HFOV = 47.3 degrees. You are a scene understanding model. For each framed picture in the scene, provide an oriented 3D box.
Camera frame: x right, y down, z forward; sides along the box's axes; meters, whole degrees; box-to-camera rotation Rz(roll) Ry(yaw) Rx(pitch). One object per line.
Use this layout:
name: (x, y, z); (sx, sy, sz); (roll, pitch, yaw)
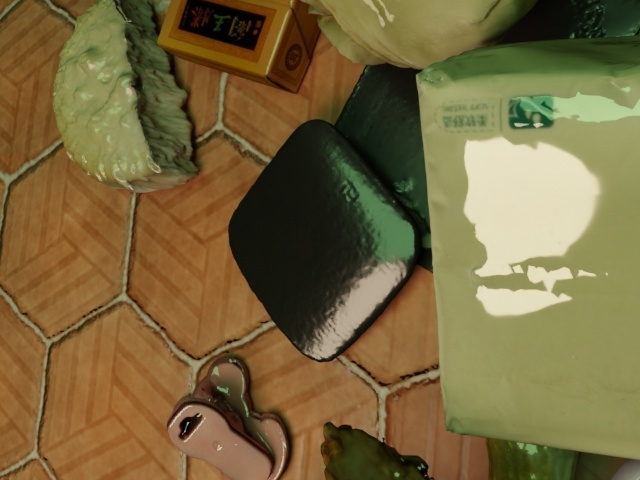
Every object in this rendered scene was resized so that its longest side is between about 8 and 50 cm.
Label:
framed picture: (0.142, -0.137, 0.753); (0.244, 0.013, 0.323); (33, 99, 28)

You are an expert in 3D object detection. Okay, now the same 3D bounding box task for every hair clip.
hair clip: (-0.100, 0.214, 0.827); (0.138, 0.102, 0.123); (33, 103, -6)

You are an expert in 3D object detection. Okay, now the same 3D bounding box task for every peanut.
peanut: (0.185, 0.224, 0.642); (0.087, 0.087, 0.206); (3, 83, 28)

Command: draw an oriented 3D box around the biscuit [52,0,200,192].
biscuit: (-0.265, -0.173, 0.934); (0.179, 0.084, 0.281); (-29, 72, 22)

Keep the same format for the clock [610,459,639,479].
clock: (0.282, 0.255, 0.549); (0.172, 0.064, 0.198); (-40, 85, 5)

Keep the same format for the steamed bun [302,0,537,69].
steamed bun: (0.089, -0.277, 0.682); (0.289, 0.203, 0.276); (27, 69, 29)

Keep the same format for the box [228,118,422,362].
box: (0.000, 0.000, 0.785); (0.201, 0.042, 0.212); (-49, 67, 22)

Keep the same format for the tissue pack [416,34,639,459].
tissue pack: (0.279, -0.003, 0.510); (0.380, 0.207, 0.297); (0, 110, 29)

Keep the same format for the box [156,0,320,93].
box: (-0.064, -0.327, 0.852); (0.174, 0.076, 0.274); (23, 95, 30)

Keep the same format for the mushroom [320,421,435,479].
mushroom: (0.026, 0.380, 0.574); (0.331, 0.356, 0.334); (40, 69, 11)
